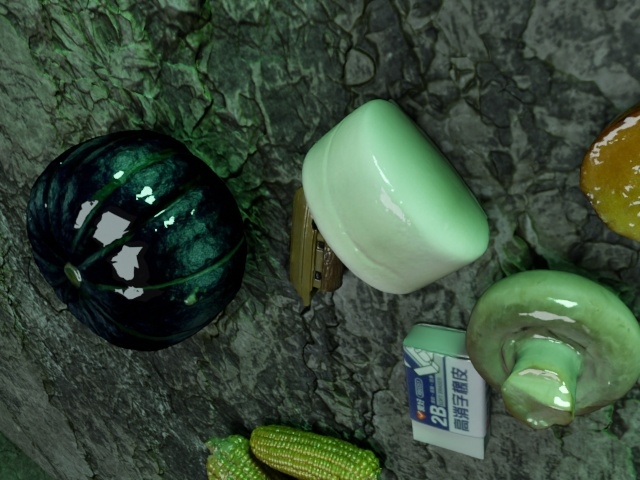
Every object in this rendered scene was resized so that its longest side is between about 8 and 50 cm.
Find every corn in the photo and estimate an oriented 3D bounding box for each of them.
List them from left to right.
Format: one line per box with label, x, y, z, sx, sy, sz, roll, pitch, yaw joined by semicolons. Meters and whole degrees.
corn;-0.137;0.578;1.179;0.347;0.130;0.130;47;130;-3
corn;-0.021;0.442;1.047;0.312;0.102;0.102;3;119;29

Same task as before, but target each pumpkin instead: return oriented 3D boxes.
pumpkin;-0.297;0.001;0.842;0.363;0.266;0.363;18;128;25

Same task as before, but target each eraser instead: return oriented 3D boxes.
eraser;0.204;0.240;0.813;0.124;0.068;0.210;6;121;27

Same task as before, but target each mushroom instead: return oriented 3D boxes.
mushroom;0.277;0.142;0.625;0.204;0.204;0.204;15;124;23

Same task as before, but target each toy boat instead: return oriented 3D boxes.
toy boat;0.000;0.000;0.795;0.088;0.068;0.226;16;122;16

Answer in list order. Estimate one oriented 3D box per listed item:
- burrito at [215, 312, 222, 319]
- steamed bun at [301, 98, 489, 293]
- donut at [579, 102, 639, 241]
burrito;-0.277;0.144;1.058;0.188;0.045;0.058;-4;140;30
steamed bun;0.087;-0.045;0.648;0.242;0.164;0.146;50;131;-6
donut;0.368;-0.081;0.526;0.178;0.065;0.162;-21;110;37
